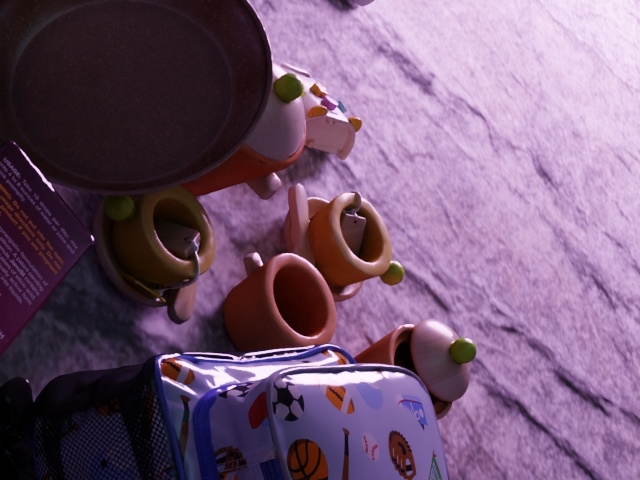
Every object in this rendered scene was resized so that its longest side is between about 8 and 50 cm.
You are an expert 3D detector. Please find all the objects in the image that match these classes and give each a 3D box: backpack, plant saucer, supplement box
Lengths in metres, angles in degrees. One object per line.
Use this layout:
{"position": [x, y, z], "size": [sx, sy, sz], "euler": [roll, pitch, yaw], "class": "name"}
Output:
{"position": [-0.034, 0.195, 0.993], "size": [0.276, 0.213, 0.263], "euler": [2, 78, -53], "class": "backpack"}
{"position": [-0.131, -0.107, 1.113], "size": [0.199, 0.036, 0.198], "euler": [2, 60, -4], "class": "plant saucer"}
{"position": [-0.221, 0.039, 0.929], "size": [0.081, 0.104, 0.188], "euler": [52, 38, -16], "class": "supplement box"}

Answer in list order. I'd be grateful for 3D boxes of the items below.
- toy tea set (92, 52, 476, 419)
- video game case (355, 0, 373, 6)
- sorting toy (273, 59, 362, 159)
{"position": [0.000, 0.000, 1.205], "size": [0.336, 0.124, 0.200], "euler": [35, 45, -33], "class": "toy tea set"}
{"position": [-0.004, -0.323, 1.486], "size": [0.190, 0.022, 0.173], "euler": [42, 41, -28], "class": "video game case"}
{"position": [-0.011, -0.111, 1.340], "size": [0.083, 0.045, 0.075], "euler": [13, 40, -47], "class": "sorting toy"}
